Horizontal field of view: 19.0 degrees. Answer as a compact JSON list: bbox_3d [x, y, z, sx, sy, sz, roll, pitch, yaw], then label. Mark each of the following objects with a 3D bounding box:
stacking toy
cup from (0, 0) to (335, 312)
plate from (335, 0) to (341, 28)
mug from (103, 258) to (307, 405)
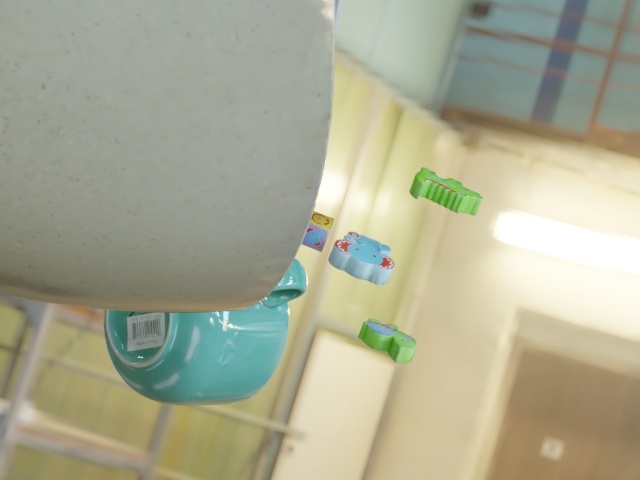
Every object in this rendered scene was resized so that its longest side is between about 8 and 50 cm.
[{"bbox_3d":[0.000,0.000,1.558,0.221,0.167,0.052,20,29,0],"label":"stacking toy"},{"bbox_3d":[-0.168,-0.114,0.874,0.237,0.331,0.331,-8,6,-25],"label":"cup"},{"bbox_3d":[-0.103,-0.211,1.799,0.278,0.277,0.045,2,-21,21],"label":"plate"},{"bbox_3d":[-0.097,0.050,1.451,0.097,0.158,0.129,4,32,-47],"label":"mug"}]
